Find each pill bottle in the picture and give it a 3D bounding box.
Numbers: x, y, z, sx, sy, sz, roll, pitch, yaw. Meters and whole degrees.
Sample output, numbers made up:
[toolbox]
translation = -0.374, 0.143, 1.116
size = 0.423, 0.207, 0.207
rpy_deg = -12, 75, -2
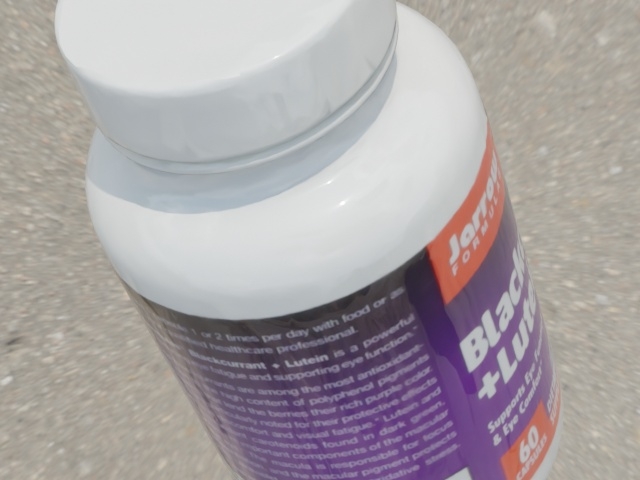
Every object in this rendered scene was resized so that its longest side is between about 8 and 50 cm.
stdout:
[pill bottle]
translation = 0.000, 0.000, 0.445
size = 0.108, 0.193, 0.108
rpy_deg = -11, 47, 12
